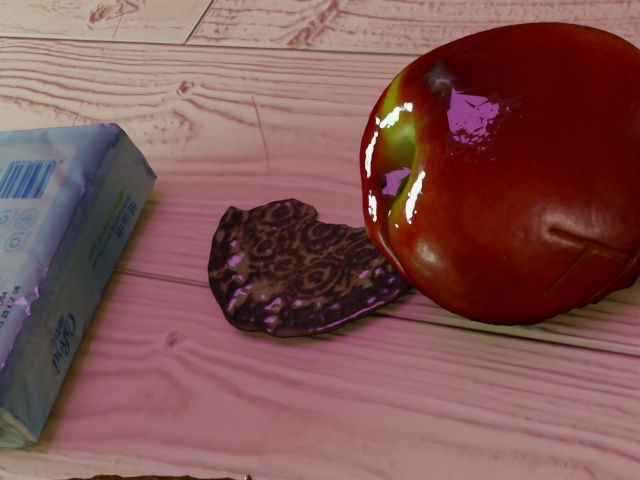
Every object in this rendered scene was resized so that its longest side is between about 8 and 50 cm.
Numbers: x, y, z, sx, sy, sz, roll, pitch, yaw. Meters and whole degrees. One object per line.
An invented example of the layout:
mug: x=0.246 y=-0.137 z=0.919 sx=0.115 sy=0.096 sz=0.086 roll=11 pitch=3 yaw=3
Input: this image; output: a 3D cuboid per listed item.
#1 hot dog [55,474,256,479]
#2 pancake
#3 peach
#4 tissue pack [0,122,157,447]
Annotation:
hot dog: x=-0.099 y=0.193 z=0.939 sx=0.286 sy=0.061 sz=0.088 roll=-1 pitch=54 yaw=27
pancake: x=0.000 y=0.000 z=1.091 sx=0.184 sy=0.020 sz=0.190 roll=-45 pitch=46 yaw=-13
peach: x=0.145 y=-0.041 z=0.971 sx=0.190 sy=0.226 sz=0.196 roll=169 pitch=104 yaw=-65
tissue pack: x=-0.255 y=0.034 z=1.155 sx=0.177 sy=0.089 sz=0.263 roll=-2 pitch=53 yaw=29
